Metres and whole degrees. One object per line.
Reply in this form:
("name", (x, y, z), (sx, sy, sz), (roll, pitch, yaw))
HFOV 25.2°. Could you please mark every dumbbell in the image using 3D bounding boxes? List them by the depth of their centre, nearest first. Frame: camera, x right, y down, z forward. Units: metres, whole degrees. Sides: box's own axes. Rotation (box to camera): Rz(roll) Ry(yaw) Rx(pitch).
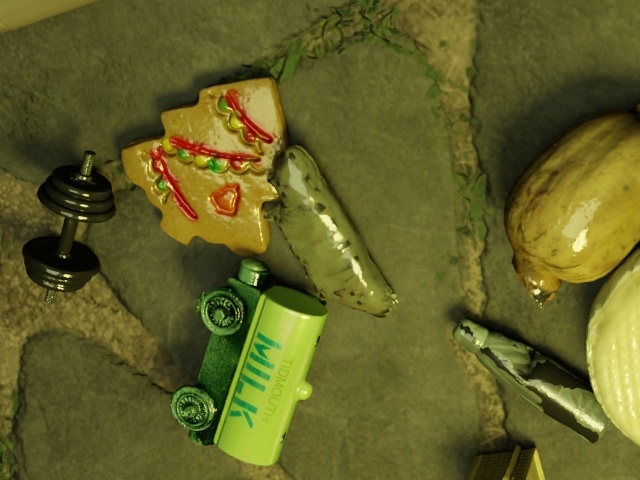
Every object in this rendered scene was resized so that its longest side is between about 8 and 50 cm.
("dumbbell", (-0.308, -0.015, 1.759), (0.099, 0.099, 0.208), (22, 112, 7))

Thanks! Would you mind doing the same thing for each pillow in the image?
("pillow", (0.000, 0.001, 1.703), (0.093, 0.051, 0.241), (-24, 108, 27))

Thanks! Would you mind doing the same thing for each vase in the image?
("vase", (0.247, 0.158, 1.684), (0.211, 0.060, 0.060), (33, 112, 2))

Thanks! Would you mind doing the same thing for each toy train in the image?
("toy train", (-0.079, 0.153, 1.740), (0.157, 0.105, 0.253), (24, 109, 16))

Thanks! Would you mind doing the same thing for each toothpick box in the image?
("toothpick box", (-0.333, -0.311, 1.669), (0.181, 0.111, 0.111), (-14, 102, 17))

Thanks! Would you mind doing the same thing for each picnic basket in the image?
("picnic basket", (0.229, 0.338, 1.715), (0.080, 0.115, 0.164), (-11, 103, 20))

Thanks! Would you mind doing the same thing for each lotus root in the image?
("lotus root", (0.287, -0.048, 1.570), (0.140, 0.154, 0.257), (33, 98, -32))

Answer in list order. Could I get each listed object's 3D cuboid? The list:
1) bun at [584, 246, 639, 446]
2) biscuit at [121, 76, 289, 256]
("bun", (0.434, 0.120, 1.580), (0.287, 0.146, 0.287), (12, 116, 26))
("biscuit", (-0.121, -0.097, 1.716), (0.212, 0.041, 0.238), (35, 113, 4))
